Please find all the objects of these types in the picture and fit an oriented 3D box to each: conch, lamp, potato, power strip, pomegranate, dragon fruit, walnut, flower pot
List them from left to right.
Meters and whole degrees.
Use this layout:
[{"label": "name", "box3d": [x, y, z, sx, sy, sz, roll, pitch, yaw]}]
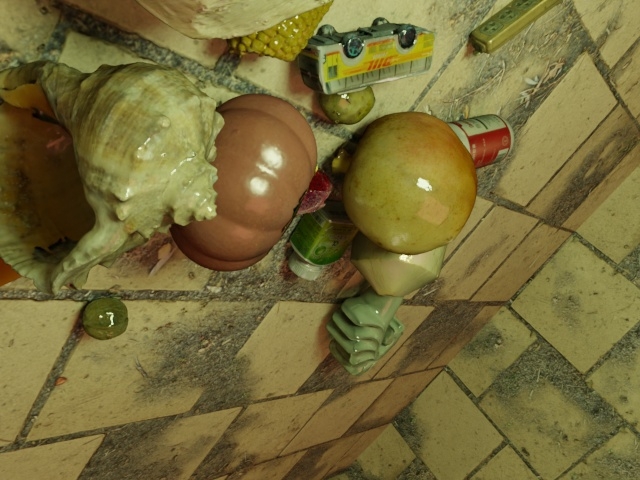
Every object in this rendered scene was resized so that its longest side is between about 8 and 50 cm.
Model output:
[{"label": "walnut", "box3d": [-0.427, 0.156, 1.038, 0.092, 0.092, 0.092, -26, 146, -20]}, {"label": "conch", "box3d": [-0.267, -0.084, 0.651, 0.297, 0.352, 0.210, -58, 145, -2]}, {"label": "lamp", "box3d": [-0.144, -0.103, 0.858, 0.306, 0.239, 0.305, -60, -172, 14]}, {"label": "dragon fruit", "box3d": [-0.049, -0.093, 1.104, 0.147, 0.102, 0.096, -7, 129, -27]}, {"label": "potato", "box3d": [0.056, -0.269, 1.016, 0.137, 0.070, 0.092, 0, 132, -46]}, {"label": "flower pot", "box3d": [0.149, 0.274, 1.692, 0.254, 0.164, 0.368, -35, 148, -17]}, {"label": "pomegranate", "box3d": [0.175, -0.126, 1.118, 0.319, 0.319, 0.319, -26, 146, -20]}, {"label": "power strip", "box3d": [0.449, -0.505, 1.131, 0.305, 0.064, 0.044, -37, 141, -4]}]

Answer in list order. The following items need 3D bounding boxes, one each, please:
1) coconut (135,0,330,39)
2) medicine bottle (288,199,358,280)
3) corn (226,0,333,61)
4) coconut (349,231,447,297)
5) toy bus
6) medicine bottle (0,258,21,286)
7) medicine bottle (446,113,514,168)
[{"label": "coconut", "box3d": [-0.114, -0.364, 0.535, 0.254, 0.298, 0.297, -15, 151, 15]}, {"label": "medicine bottle", "box3d": [0.000, 0.000, 1.273, 0.132, 0.088, 0.189, 0, 130, -46]}, {"label": "corn", "box3d": [-0.004, -0.415, 0.714, 0.143, 0.144, 0.387, 0, 131, -45]}, {"label": "coconut", "box3d": [0.200, 0.027, 1.357, 0.259, 0.259, 0.259, -26, 146, -20]}, {"label": "toy bus", "box3d": [0.085, -0.331, 0.931, 0.268, 0.092, 0.106, -21, 128, -28]}, {"label": "medicine bottle", "box3d": [-0.453, -0.029, 0.754, 0.222, 0.112, 0.149, -28, 146, -18]}, {"label": "medicine bottle", "box3d": [0.362, -0.238, 1.309, 0.250, 0.131, 0.131, -17, 142, -31]}]
